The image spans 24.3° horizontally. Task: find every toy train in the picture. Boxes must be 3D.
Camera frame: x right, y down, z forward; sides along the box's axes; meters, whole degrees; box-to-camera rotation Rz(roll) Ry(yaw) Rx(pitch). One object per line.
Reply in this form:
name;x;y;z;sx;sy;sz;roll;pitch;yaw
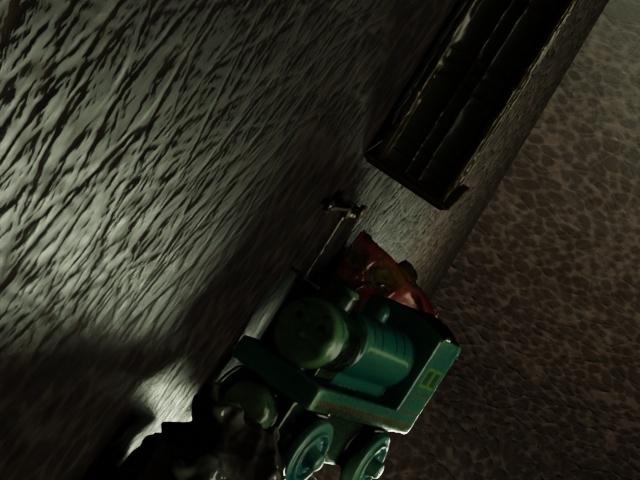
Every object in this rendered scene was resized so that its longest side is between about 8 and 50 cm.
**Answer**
toy train;0.014;0.131;1.378;0.194;0.120;0.298;-57;156;2

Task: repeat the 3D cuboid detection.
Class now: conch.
conch;-0.101;0.228;1.117;0.313;0.186;0.241;68;30;-68

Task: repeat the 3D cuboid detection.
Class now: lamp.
lamp;0.160;-0.182;1.239;0.325;0.089;0.090;-58;172;22

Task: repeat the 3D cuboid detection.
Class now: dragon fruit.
dragon fruit;0.019;0.143;1.597;0.211;0.134;0.262;-47;170;-24

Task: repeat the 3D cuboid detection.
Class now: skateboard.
skateboard;0.000;0.000;1.253;0.083;0.032;0.064;-60;162;14

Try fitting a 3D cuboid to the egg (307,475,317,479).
egg;-0.068;0.396;1.969;0.176;0.176;0.232;-47;160;-51
